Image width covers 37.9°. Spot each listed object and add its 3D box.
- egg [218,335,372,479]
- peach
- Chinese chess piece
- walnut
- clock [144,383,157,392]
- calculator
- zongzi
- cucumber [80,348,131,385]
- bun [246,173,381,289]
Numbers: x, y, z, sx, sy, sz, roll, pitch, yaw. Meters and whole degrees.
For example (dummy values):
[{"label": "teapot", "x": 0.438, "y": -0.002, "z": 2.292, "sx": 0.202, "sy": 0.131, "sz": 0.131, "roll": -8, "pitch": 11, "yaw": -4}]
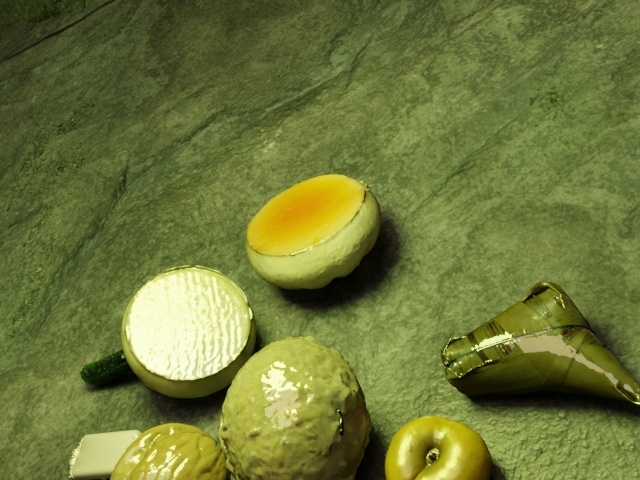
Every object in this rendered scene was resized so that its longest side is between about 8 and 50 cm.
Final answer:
[{"label": "egg", "x": -0.044, "y": 0.313, "z": 1.593, "sx": 0.279, "sy": 0.279, "sz": 0.310, "roll": -8, "pitch": 54, "yaw": 24}, {"label": "peach", "x": 0.188, "y": 0.369, "z": 1.515, "sx": 0.179, "sy": 0.103, "sz": 0.179, "roll": -17, "pitch": 45, "yaw": 18}, {"label": "Chinese chess piece", "x": -0.264, "y": 0.183, "z": 1.876, "sx": 0.270, "sy": 0.112, "sz": 0.270, "roll": 2, "pitch": 59, "yaw": -3}, {"label": "walnut", "x": -0.258, "y": 0.433, "z": 1.634, "sx": 0.228, "sy": 0.228, "sz": 0.228, "roll": -16, "pitch": 43, "yaw": 16}, {"label": "clock", "x": -0.295, "y": 0.216, "z": 1.981, "sx": 0.237, "sy": 0.057, "sz": 0.237, "roll": -16, "pitch": 42, "yaw": 15}, {"label": "calculator", "x": -0.426, "y": 0.429, "z": 1.862, "sx": 0.175, "sy": 0.032, "sz": 0.100, "roll": -10, "pitch": 46, "yaw": 22}, {"label": "zongzi", "x": 0.361, "y": 0.233, "z": 1.542, "sx": 0.260, "sy": 0.123, "sz": 0.289, "roll": -32, "pitch": 45, "yaw": 5}, {"label": "cucumber", "x": -0.430, "y": 0.261, "z": 1.982, "sx": 0.187, "sy": 0.058, "sz": 0.058, "roll": -27, "pitch": 38, "yaw": 30}, {"label": "bun", "x": 0.000, "y": 0.000, "z": 1.941, "sx": 0.299, "sy": 0.164, "sz": 0.299, "roll": -20, "pitch": 34, "yaw": 14}]
